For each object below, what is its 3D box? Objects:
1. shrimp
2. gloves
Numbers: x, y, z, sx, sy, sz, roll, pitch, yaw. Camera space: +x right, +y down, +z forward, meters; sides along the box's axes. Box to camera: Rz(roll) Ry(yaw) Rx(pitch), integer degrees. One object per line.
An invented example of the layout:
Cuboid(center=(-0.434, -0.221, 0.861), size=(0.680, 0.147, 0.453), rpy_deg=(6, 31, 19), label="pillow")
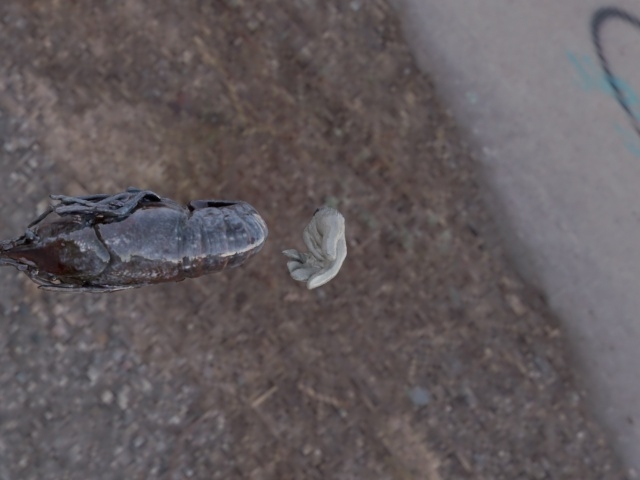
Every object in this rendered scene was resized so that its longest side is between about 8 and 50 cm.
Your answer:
Cuboid(center=(-0.109, 0.001, 0.725), size=(0.165, 0.056, 0.065), rpy_deg=(1, 14, -3), label="shrimp")
Cuboid(center=(0.002, 0.002, 0.959), size=(0.037, 0.044, 0.081), rpy_deg=(38, 49, -6), label="gloves")
